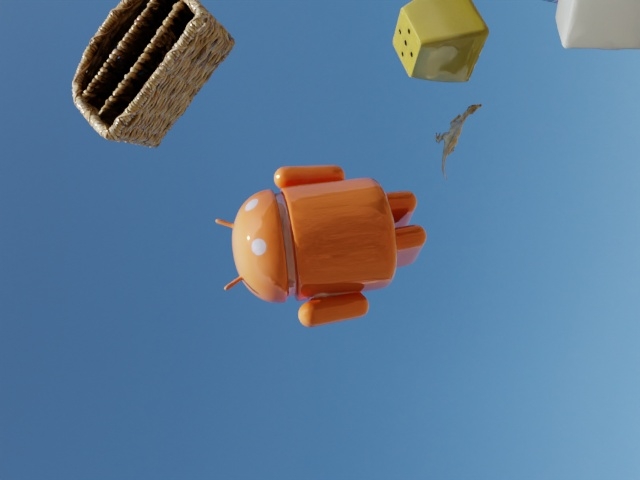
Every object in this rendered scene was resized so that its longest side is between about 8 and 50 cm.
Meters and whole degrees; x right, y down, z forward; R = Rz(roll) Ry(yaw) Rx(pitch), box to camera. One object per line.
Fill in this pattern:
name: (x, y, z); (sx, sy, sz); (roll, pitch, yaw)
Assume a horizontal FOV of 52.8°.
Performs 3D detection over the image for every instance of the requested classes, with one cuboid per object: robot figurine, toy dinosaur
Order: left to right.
robot figurine: (0.000, 0.002, 0.699); (0.219, 0.128, 0.158); (-7, -75, -8)
toy dinosaur: (0.276, -0.215, 1.369); (0.053, 0.092, 0.183); (27, -96, -4)

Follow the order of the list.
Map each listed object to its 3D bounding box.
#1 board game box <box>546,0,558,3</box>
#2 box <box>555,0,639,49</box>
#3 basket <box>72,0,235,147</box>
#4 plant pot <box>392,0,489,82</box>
board game box: (0.556, -0.578, 1.252); (0.301, 0.308, 0.086); (-13, -94, -44)
box: (0.326, -0.344, 0.668); (0.094, 0.113, 0.275); (-79, -11, -47)
basket: (-0.343, -0.352, 1.221); (0.213, 0.299, 0.223); (40, -172, 3)
plant pot: (0.328, -0.582, 1.853); (0.187, 0.212, 0.212); (-15, -115, -13)
